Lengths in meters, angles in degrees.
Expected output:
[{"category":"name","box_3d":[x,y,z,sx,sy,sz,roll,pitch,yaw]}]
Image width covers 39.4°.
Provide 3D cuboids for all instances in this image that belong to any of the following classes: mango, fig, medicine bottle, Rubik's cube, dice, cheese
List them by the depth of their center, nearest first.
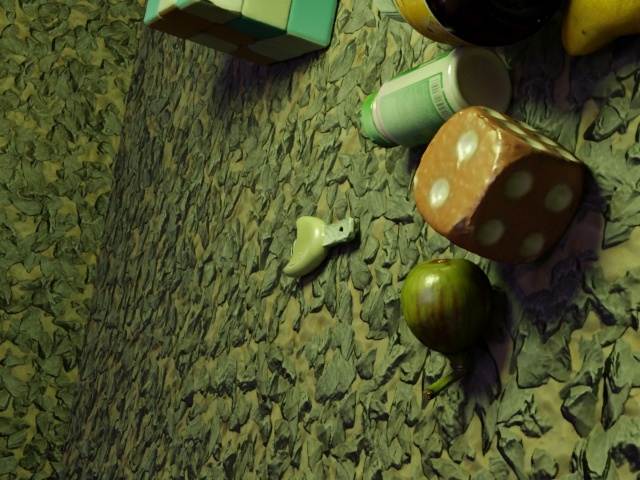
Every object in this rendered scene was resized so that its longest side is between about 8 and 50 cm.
[{"category":"mango","box_3d":[0.418,-0.350,1.165,0.295,0.120,0.177,-21,53,54]},{"category":"dice","box_3d":[0.254,-0.083,1.284,0.179,0.174,0.175,-62,31,25]},{"category":"fig","box_3d":[0.200,0.117,1.352,0.142,0.148,0.186,-24,96,39]},{"category":"medicine bottle","box_3d":[0.211,-0.422,1.377,0.395,0.243,0.242,-125,54,-72]},{"category":"medicine bottle","box_3d":[0.184,-0.233,1.510,0.274,0.133,0.133,-11,68,57]},{"category":"cheese","box_3d":[0.001,0.000,1.807,0.235,0.050,0.127,-18,61,58]},{"category":"Rubik's cube","box_3d":[-0.170,-0.634,2.074,0.344,0.347,0.346,6,82,59]}]
